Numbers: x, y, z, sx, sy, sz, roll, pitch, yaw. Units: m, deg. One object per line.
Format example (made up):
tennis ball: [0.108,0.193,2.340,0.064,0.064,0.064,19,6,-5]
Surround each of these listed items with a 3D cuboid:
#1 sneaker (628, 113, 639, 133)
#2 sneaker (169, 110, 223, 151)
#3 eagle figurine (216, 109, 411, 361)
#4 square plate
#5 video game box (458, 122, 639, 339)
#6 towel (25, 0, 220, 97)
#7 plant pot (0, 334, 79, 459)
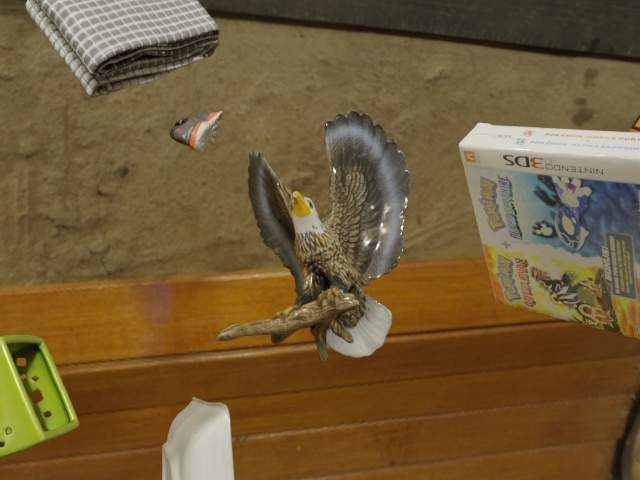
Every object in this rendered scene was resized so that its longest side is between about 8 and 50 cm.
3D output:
sneaker: [0.567,-0.067,0.900,0.124,0.321,0.180,3,130,-51]
sneaker: [-0.206,-0.191,1.069,0.065,0.158,0.061,17,107,0]
eagle figurine: [0.001,-0.008,0.867,0.226,0.298,0.225,13,136,-10]
square plate: [-0.118,0.328,0.603,0.049,0.344,0.347,-1,78,-15]
video game box: [0.237,-0.008,0.607,0.048,0.187,0.205,-41,125,-28]
towel: [-0.346,-0.405,1.165,0.283,0.235,0.121,-31,164,-34]
plant pot: [-0.666,0.342,1.331,0.207,0.228,0.227,-26,83,-5]
